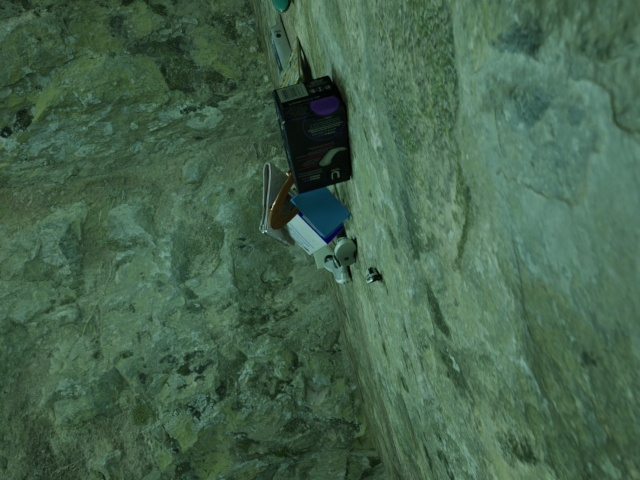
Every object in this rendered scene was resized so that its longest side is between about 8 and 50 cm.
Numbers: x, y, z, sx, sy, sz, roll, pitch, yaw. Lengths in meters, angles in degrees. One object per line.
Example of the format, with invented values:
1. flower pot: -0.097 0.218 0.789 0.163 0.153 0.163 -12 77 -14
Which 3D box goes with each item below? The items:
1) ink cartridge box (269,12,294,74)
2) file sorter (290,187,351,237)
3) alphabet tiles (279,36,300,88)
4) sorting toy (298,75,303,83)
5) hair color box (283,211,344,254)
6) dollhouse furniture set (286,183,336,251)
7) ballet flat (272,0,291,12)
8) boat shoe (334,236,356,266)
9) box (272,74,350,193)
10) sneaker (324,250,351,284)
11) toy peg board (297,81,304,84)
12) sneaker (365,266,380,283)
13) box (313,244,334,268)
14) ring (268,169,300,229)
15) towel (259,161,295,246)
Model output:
1. ink cartridge box: -0.152 -0.767 2.066 0.165 0.065 0.332 86 169 -73
2. file sorter: 0.002 -0.104 1.663 0.170 0.118 0.104 48 176 7
3. alphabet tiles: -0.111 -0.562 1.726 0.198 0.009 0.237 128 144 -52
4. sorting toy: -0.032 -0.464 1.665 0.132 0.046 0.274 81 173 -57
5. hair color box: -0.040 -0.056 2.017 0.185 0.110 0.339 46 163 -3
6. dollhouse furniture set: 0.027 -0.142 2.148 0.355 0.174 0.303 46 165 -6
7. ballet flat: -0.136 -0.835 1.624 0.074 0.074 0.203 93 155 -77
8. boat shoe: 0.082 0.028 1.753 0.219 0.078 0.070 80 172 -68
9. box: -0.020 -0.283 1.343 0.270 0.165 0.143 81 172 -53
10. sneaker: 0.073 0.083 2.144 0.228 0.086 0.132 -131 29 -57
11. toy peg board: -0.071 -0.535 1.875 0.160 0.079 0.161 59 -176 -29
12. sneaker: 0.146 0.099 1.418 0.109 0.040 0.043 159 98 -86
13. box: 0.000 0.000 2.532 0.094 0.113 0.275 -123 20 -79
14. ring: -0.076 -0.182 1.669 0.032 0.336 0.336 35 167 10
15. towel: -0.182 -0.152 2.210 0.332 0.054 0.316 36 -124 -68
